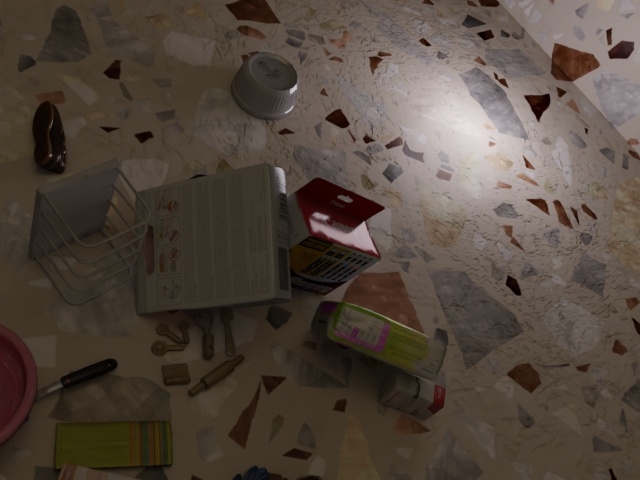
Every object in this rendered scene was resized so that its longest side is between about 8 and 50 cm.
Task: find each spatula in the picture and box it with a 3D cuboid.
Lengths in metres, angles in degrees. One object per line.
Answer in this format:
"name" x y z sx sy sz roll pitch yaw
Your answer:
"spatula" -0.565 0.313 1.486 0.296 0.030 0.084 -21 66 -32

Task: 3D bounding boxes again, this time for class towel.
"towel" -0.430 0.428 1.482 0.237 0.021 0.102 5 50 -21

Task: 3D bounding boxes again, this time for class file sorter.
"file sorter" -0.511 -0.011 1.584 0.192 0.278 0.173 -31 76 -37

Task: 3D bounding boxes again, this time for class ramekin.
"ramekin" -0.164 -0.485 2.189 0.207 0.109 0.207 12 54 -17

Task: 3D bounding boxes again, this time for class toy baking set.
"toy baking set" -0.277 0.245 1.673 0.256 0.030 0.197 -27 72 -36

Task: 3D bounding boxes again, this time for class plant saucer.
"plant saucer" -0.721 0.299 1.363 0.331 0.084 0.332 9 46 -9

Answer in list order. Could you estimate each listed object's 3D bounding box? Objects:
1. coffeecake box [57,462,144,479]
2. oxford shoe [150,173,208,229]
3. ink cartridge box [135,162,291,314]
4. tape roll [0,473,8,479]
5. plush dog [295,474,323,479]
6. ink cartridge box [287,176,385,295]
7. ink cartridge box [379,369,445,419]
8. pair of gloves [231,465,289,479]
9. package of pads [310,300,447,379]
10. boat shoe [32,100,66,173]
"coffeecake box" -0.421 0.515 1.351 0.185 0.068 0.142 18 20 -13
"oxford shoe" -0.368 -0.098 1.855 0.096 0.083 0.227 27 49 29
"ink cartridge box" -0.256 0.008 1.647 0.091 0.384 0.309 18 66 -61
"tape roll" -0.638 0.526 1.216 0.246 0.169 0.246 12 53 -16
"plush dog" -0.006 0.654 1.447 0.225 0.211 0.262 -39 50 -25
"ink cartridge box" 0.000 0.000 1.746 0.309 0.271 0.130 17 45 -51
"ink cartridge box" 0.229 0.386 1.767 0.135 0.099 0.056 23 51 -9
"pair of gloves" -0.132 0.545 1.456 0.159 0.198 0.023 -48 125 -31
"package of pads" 0.140 0.239 1.740 0.296 0.229 0.101 23 82 -9
"boat shoe" -0.691 -0.262 1.816 0.073 0.073 0.207 34 40 -53
